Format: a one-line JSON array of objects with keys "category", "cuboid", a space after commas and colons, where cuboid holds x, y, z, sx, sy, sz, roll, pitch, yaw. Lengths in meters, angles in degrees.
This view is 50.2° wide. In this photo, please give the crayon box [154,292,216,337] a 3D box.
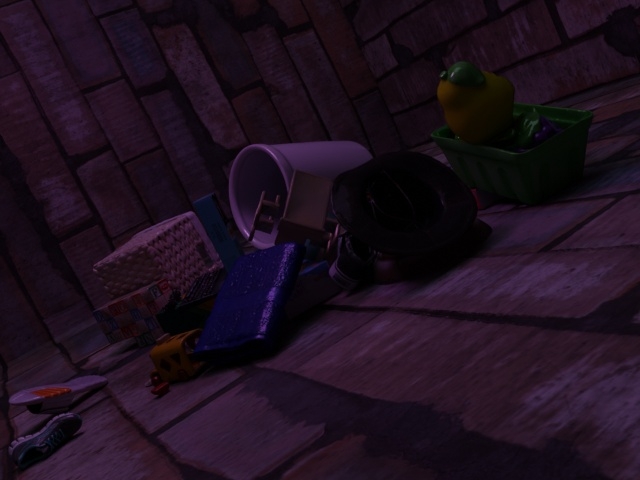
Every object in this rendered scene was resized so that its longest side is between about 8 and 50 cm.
[{"category": "crayon box", "cuboid": [-0.266, 0.156, 2.076, 0.313, 0.106, 0.363, -19, 11, 38]}]

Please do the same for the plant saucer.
[{"category": "plant saucer", "cuboid": [0.254, 0.013, 1.635, 0.311, 0.050, 0.310, -24, 9, 4]}]

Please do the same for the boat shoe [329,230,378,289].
[{"category": "boat shoe", "cuboid": [0.095, 0.017, 1.736, 0.105, 0.113, 0.306, -55, -2, 22]}]

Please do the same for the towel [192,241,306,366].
[{"category": "towel", "cuboid": [-0.153, 0.148, 1.584, 0.228, 0.076, 0.308, -16, 38, 32]}]

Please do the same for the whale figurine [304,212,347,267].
[{"category": "whale figurine", "cuboid": [0.000, 0.000, 1.984, 0.216, 0.141, 0.272, -64, -3, 5]}]

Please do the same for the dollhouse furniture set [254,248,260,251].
[{"category": "dollhouse furniture set", "cuboid": [-0.165, 0.006, 2.610, 0.129, 0.129, 0.184, -18, 11, 42]}]

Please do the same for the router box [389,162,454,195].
[{"category": "router box", "cuboid": [0.389, -0.177, 2.260, 0.335, 0.082, 0.301, -32, 10, -36]}]

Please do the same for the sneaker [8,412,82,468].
[{"category": "sneaker", "cuboid": [-0.603, 0.448, 1.510, 0.167, 0.065, 0.076, -32, 26, -16]}]

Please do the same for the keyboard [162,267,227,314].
[{"category": "keyboard", "cuboid": [-0.369, 0.149, 1.978, 0.202, 0.033, 0.317, -26, 10, 3]}]

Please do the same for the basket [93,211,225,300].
[{"category": "basket", "cuboid": [-0.538, 0.123, 2.363, 0.331, 0.328, 0.266, -20, 15, 34]}]

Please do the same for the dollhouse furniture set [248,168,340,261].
[{"category": "dollhouse furniture set", "cuboid": [-0.058, -0.030, 1.679, 0.242, 0.212, 0.161, 115, 169, -54]}]

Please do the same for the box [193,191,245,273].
[{"category": "box", "cuboid": [-0.297, -0.021, 2.056, 0.060, 0.244, 0.100, -25, 9, 2]}]

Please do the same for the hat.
[{"category": "hat", "cuboid": [0.181, -0.051, 1.542, 0.331, 0.331, 0.133, -31, -34, -29]}]

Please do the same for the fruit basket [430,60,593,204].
[{"category": "fruit basket", "cuboid": [0.441, -0.298, 1.686, 0.283, 0.392, 0.392, -28, 9, -17]}]

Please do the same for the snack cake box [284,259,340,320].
[{"category": "snack cake box", "cuboid": [-0.073, 0.122, 1.780, 0.152, 0.089, 0.264, -28, 9, -18]}]

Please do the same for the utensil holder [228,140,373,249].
[{"category": "utensil holder", "cuboid": [-0.043, -0.154, 2.183, 0.386, 0.327, 0.328, -10, -3, -39]}]

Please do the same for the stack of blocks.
[{"category": "stack of blocks", "cuboid": [-0.584, 0.251, 2.213, 0.297, 0.171, 0.087, -21, 10, 34]}]

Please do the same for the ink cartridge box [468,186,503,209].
[{"category": "ink cartridge box", "cuboid": [0.442, -0.133, 1.901, 0.109, 0.063, 0.150, -29, 10, -17]}]

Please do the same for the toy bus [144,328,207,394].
[{"category": "toy bus", "cuboid": [-0.348, 0.273, 1.620, 0.202, 0.104, 0.191, -27, 8, -9]}]

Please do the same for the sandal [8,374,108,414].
[{"category": "sandal", "cuboid": [-0.696, 0.429, 1.843, 0.265, 0.076, 0.102, -6, 7, -44]}]
